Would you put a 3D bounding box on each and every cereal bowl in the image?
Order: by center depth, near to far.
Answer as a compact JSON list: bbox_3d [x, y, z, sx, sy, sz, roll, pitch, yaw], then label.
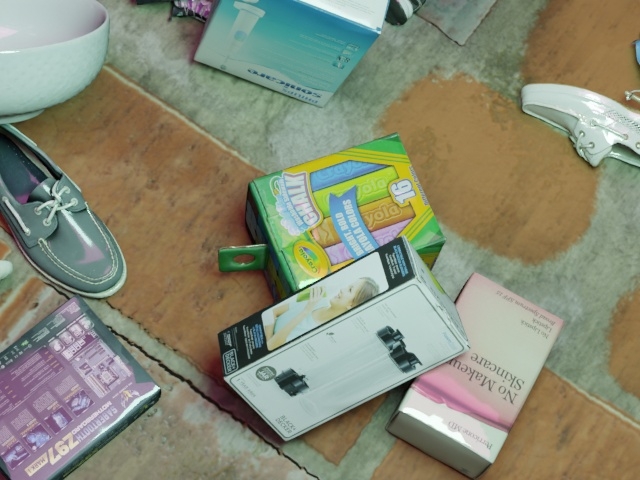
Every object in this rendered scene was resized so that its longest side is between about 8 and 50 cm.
[{"bbox_3d":[-0.469,-0.258,1.867,0.339,0.141,0.339,5,27,-2],"label":"cereal bowl"}]

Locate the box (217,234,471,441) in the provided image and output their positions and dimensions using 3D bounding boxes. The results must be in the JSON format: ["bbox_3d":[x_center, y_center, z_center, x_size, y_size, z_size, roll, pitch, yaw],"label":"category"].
[{"bbox_3d":[0.031,0.133,1.741,0.290,0.169,0.087,-29,40,14],"label":"box"}]

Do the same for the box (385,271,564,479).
[{"bbox_3d":[0.213,0.188,1.824,0.149,0.127,0.232,29,69,5],"label":"box"}]

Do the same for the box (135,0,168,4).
[{"bbox_3d":[-0.236,-0.441,2.048,0.116,0.029,0.162,-7,61,-2],"label":"box"}]

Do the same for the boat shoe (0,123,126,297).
[{"bbox_3d":[-0.396,-0.050,1.866,0.116,0.099,0.319,-38,77,-16],"label":"boat shoe"}]

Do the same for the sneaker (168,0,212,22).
[{"bbox_3d":[-0.201,-0.351,2.036,0.069,0.038,0.098,-30,66,-14],"label":"sneaker"}]

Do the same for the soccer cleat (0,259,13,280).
[{"bbox_3d":[-0.519,0.076,1.830,0.196,0.068,0.076,-16,77,-4],"label":"soccer cleat"}]

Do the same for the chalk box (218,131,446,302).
[{"bbox_3d":[0.000,0.000,1.847,0.289,0.180,0.179,-20,72,-11],"label":"chalk box"}]

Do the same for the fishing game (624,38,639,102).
[{"bbox_3d":[0.581,-0.276,2.082,0.189,0.041,0.264,30,59,8],"label":"fishing game"}]

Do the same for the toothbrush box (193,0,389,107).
[{"bbox_3d":[-0.040,-0.326,1.885,0.216,0.295,0.126,19,70,-9],"label":"toothbrush box"}]

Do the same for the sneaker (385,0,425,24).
[{"bbox_3d":[0.097,-0.421,2.083,0.077,0.072,0.178,-35,84,-29],"label":"sneaker"}]

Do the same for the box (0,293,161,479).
[{"bbox_3d":[-0.362,0.214,1.793,0.233,0.059,0.183,-40,78,-18],"label":"box"}]

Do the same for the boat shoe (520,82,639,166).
[{"bbox_3d":[0.426,-0.159,1.991,0.277,0.098,0.096,20,82,11],"label":"boat shoe"}]
